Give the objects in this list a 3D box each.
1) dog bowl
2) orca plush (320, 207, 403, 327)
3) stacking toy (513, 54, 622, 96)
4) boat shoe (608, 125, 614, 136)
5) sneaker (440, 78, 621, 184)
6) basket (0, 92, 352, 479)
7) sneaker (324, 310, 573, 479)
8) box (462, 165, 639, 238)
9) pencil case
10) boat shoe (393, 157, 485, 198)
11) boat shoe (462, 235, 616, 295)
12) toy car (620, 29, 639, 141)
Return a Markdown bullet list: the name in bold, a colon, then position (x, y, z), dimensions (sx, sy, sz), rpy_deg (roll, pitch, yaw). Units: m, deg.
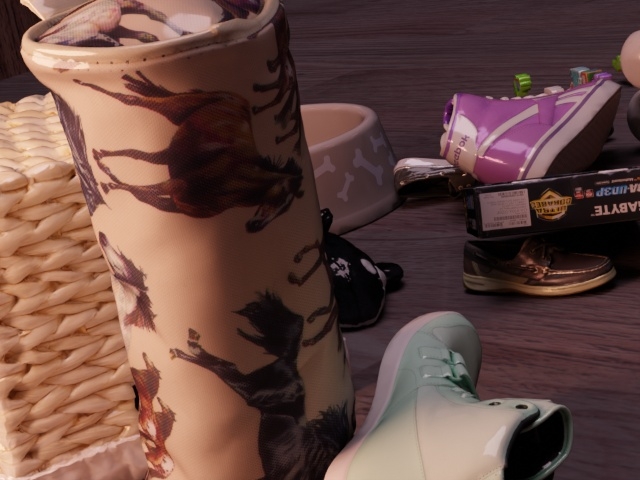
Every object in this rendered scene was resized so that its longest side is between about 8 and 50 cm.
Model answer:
- **dog bowl**: position (-0.075, -0.076, 2.014), dimensions (0.349, 0.102, 0.349), rpy_deg (-11, 14, 3)
- **orca plush**: position (0.000, 0.000, 1.679), dimensions (0.151, 0.102, 0.287), rpy_deg (-10, 15, 4)
- **stacking toy**: position (0.361, -0.201, 2.265), dimensions (0.167, 0.052, 0.221), rpy_deg (-11, 13, -7)
- **boat shoe**: position (0.305, -0.141, 2.097), dimensions (0.125, 0.038, 0.046), rpy_deg (-2, 58, 47)
- **sneaker**: position (0.230, -0.139, 1.912), dimensions (0.161, 0.102, 0.282), rpy_deg (26, 29, 21)
- **basket**: position (-0.202, 0.029, 1.419), dimensions (0.328, 0.266, 0.331), rpy_deg (-20, 19, -32)
- **sneaker**: position (0.111, 0.124, 1.162), dimensions (0.151, 0.094, 0.256), rpy_deg (-10, 24, 25)
- **box**: position (0.228, -0.037, 1.632), dimensions (0.175, 0.051, 0.220), rpy_deg (-6, 1, 2)
- **pencil case**: position (-0.076, 0.020, 1.138), dimensions (0.160, 0.410, 0.183), rpy_deg (-26, 33, -25)
- **boat shoe**: position (0.153, -0.067, 1.937), dimensions (0.142, 0.049, 0.040), rpy_deg (0, 54, 11)
- **boat shoe**: position (0.195, 0.021, 1.564), dimensions (0.152, 0.049, 0.056), rpy_deg (-2, 18, 32)
- **toy car**: position (0.436, -0.190, 1.949), dimensions (0.136, 0.182, 0.159), rpy_deg (25, 52, 39)
